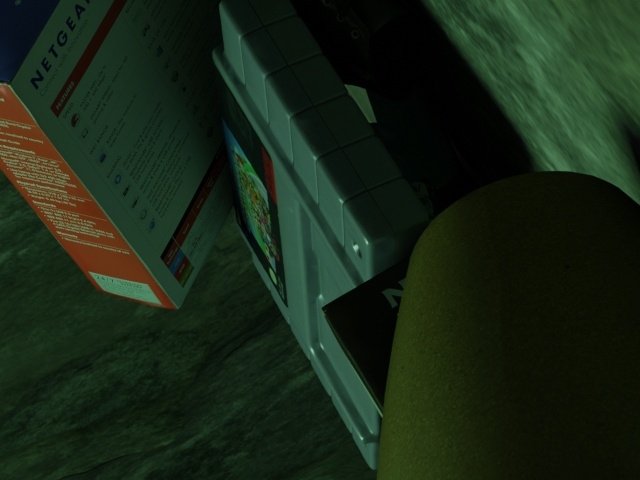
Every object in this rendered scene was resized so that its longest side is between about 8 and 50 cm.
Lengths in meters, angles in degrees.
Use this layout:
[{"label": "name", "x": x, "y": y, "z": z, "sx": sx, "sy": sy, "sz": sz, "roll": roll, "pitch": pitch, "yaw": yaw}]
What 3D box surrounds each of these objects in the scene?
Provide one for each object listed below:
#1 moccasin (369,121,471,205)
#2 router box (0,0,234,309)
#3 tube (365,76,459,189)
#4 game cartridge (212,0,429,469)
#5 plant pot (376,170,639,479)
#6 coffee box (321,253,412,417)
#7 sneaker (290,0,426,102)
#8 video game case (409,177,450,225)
[{"label": "moccasin", "x": 0.106, "y": 0.060, "z": 1.512, "sx": 0.380, "sy": 0.147, "sz": 0.139, "roll": 58, "pitch": 179, "yaw": 17}, {"label": "router box", "x": -0.122, "y": -0.167, "z": 1.351, "sx": 0.082, "sy": 0.335, "sz": 0.301, "roll": 13, "pitch": 153, "yaw": 28}, {"label": "tube", "x": 0.054, "y": -0.133, "z": 1.388, "sx": 0.080, "sy": 0.052, "sz": 0.207, "roll": 38, "pitch": 156, "yaw": 55}, {"label": "game cartridge", "x": 0.000, "y": 0.000, "z": 1.296, "sx": 0.230, "sy": 0.068, "sz": 0.355, "roll": 54, "pitch": 164, "yaw": 27}, {"label": "plant pot", "x": 0.118, "y": 0.099, "z": 0.786, "sx": 0.237, "sy": 0.237, "sz": 0.254, "roll": 60, "pitch": -167, "yaw": -48}, {"label": "coffee box", "x": 0.137, "y": 0.113, "z": 1.028, "sx": 0.119, "sy": 0.168, "sz": 0.297, "roll": 60, "pitch": 178, "yaw": -36}, {"label": "sneaker", "x": 0.006, "y": -0.200, "z": 1.207, "sx": 0.118, "sy": 0.083, "sz": 0.222, "roll": 30, "pitch": 152, "yaw": 51}, {"label": "video game case", "x": 0.109, "y": 0.102, "z": 1.306, "sx": 0.210, "sy": 0.042, "sz": 0.232, "roll": 56, "pitch": 160, "yaw": 32}]
